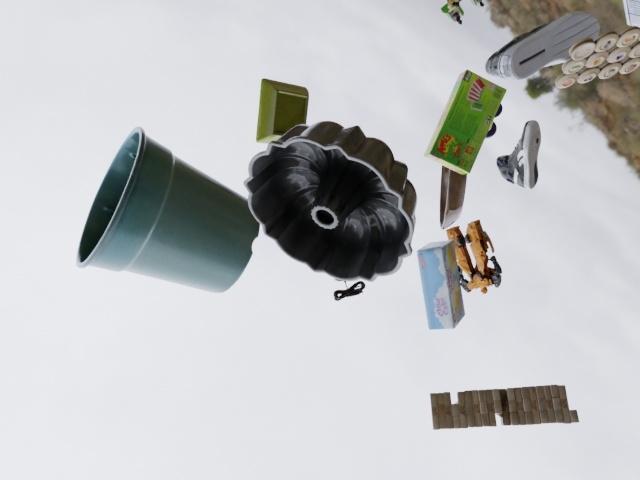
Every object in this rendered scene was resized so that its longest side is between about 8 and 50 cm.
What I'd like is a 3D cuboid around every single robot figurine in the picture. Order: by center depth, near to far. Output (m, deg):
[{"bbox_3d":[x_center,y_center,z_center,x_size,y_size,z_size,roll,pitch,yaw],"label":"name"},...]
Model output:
[{"bbox_3d":[0.621,0.072,2.111,0.085,0.211,0.291,-21,-88,-42],"label":"robot figurine"}]

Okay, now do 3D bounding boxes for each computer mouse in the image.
[{"bbox_3d":[0.064,0.093,1.636,0.105,0.042,0.193,-16,-127,-9],"label":"computer mouse"}]

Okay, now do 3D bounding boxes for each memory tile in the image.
[{"bbox_3d":[0.460,-0.294,0.841,0.147,0.113,0.012,-13,-114,0],"label":"memory tile"}]

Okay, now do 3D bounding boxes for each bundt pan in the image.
[{"bbox_3d":[0.033,-0.080,0.967,0.330,0.331,0.124,37,-128,-5],"label":"bundt pan"}]

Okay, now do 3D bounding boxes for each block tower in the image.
[{"bbox_3d":[0.446,0.415,1.305,0.091,0.334,0.097,54,-148,-67],"label":"block tower"}]

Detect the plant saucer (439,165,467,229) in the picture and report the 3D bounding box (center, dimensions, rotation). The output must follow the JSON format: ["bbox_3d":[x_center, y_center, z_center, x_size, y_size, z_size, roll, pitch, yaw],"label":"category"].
[{"bbox_3d":[0.343,-0.181,1.352,0.050,0.311,0.311,3,-144,10],"label":"plant saucer"}]

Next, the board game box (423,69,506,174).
[{"bbox_3d":[0.288,-0.234,1.050,0.092,0.182,0.043,24,180,-7],"label":"board game box"}]

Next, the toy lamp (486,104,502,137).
[{"bbox_3d":[0.655,-0.463,2.045,0.080,0.080,0.274,52,-176,16],"label":"toy lamp"}]

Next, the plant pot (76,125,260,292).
[{"bbox_3d":[-0.348,-0.041,1.257,0.334,0.341,0.341,25,-143,-32],"label":"plant pot"}]

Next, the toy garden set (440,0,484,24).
[{"bbox_3d":[0.416,-0.637,1.305,0.049,0.244,0.203,60,-155,6],"label":"toy garden set"}]

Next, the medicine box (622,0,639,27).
[{"bbox_3d":[0.704,-0.583,0.982,0.149,0.264,0.289,38,-174,39],"label":"medicine box"}]

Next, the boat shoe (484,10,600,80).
[{"bbox_3d":[0.569,-0.508,1.354,0.334,0.121,0.119,-24,-151,-19],"label":"boat shoe"}]

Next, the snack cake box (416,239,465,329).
[{"bbox_3d":[0.396,0.142,1.718,0.152,0.089,0.265,-21,-77,-61],"label":"snack cake box"}]

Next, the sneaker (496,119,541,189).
[{"bbox_3d":[0.583,-0.260,1.570,0.079,0.217,0.121,-34,-141,-31],"label":"sneaker"}]

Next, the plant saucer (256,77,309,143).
[{"bbox_3d":[-0.103,-0.384,1.600,0.045,0.189,0.188,16,-166,42],"label":"plant saucer"}]
